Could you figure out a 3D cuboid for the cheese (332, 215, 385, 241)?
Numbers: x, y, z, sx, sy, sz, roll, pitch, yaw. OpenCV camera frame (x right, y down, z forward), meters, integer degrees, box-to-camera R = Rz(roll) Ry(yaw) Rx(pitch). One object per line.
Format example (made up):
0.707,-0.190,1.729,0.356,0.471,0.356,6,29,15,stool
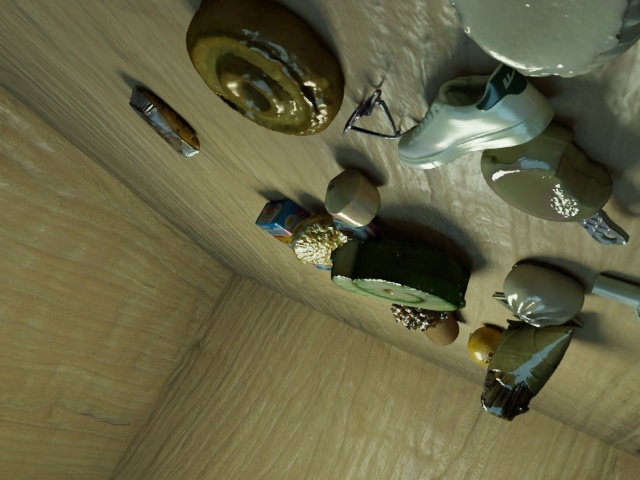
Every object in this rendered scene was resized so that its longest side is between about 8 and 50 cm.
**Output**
0.121,-0.023,1.405,0.244,0.062,0.155,38,161,-32,cheese

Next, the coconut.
0.066,-0.100,1.152,0.122,0.116,0.116,33,166,-34,coconut

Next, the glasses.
0.108,-0.195,0.865,0.104,0.062,0.140,32,166,-16,glasses

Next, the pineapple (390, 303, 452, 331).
0.328,0.213,1.616,0.193,0.166,0.166,6,155,29,pineapple

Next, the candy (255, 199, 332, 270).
-0.052,-0.013,1.686,0.306,0.100,0.157,38,163,-27,candy

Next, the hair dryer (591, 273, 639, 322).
0.641,0.137,1.037,0.155,0.044,0.183,23,167,29,hair dryer

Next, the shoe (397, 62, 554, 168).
0.191,-0.181,0.722,0.110,0.095,0.265,43,155,-26,shoe

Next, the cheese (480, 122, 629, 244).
0.373,-0.071,0.764,0.286,0.082,0.163,32,166,-19,cheese

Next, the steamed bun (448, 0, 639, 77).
0.213,-0.237,0.452,0.183,0.106,0.183,26,161,10,steamed bun

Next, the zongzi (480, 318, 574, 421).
0.552,0.353,1.349,0.154,0.289,0.317,23,173,10,zongzi

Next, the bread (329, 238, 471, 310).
0.209,0.090,1.378,0.382,0.129,0.366,13,168,7,bread

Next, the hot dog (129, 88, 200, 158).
-0.433,-0.325,1.419,0.131,0.069,0.252,27,165,46,hot dog

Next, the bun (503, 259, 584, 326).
0.494,0.133,1.132,0.173,0.119,0.173,25,166,7,bun

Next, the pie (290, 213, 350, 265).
0.000,0.000,1.533,0.179,0.084,0.205,-9,143,-1,pie

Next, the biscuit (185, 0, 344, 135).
-0.102,-0.287,0.878,0.297,0.101,0.296,26,163,9,biscuit

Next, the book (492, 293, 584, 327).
0.577,0.186,1.350,0.139,0.016,0.199,35,164,-22,book

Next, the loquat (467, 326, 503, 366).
0.569,0.362,1.712,0.141,0.141,0.141,27,165,8,loquat

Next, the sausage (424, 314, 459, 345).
0.416,0.291,1.786,0.123,0.123,0.253,18,161,37,sausage
